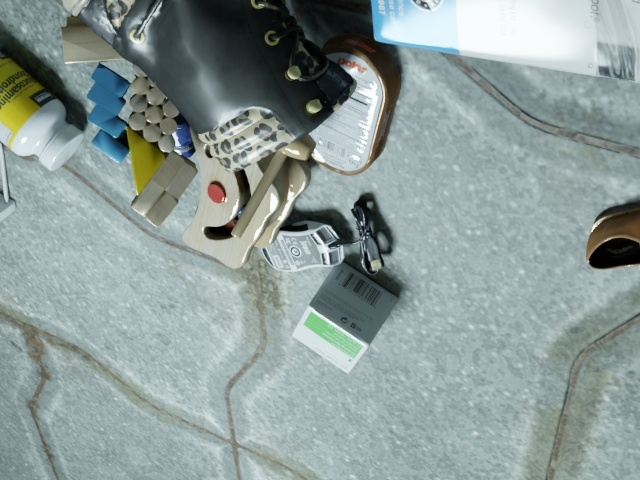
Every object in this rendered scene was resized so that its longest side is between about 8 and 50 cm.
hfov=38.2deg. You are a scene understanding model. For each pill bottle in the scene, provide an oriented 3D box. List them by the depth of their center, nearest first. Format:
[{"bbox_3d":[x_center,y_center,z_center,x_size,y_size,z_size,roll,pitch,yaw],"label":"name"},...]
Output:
[{"bbox_3d":[-0.444,-0.190,1.366,0.184,0.103,0.103,40,140,-3],"label":"pill bottle"}]

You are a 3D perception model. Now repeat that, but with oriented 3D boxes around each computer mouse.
[{"bbox_3d":[0.000,0.000,1.264,0.193,0.042,0.106,-4,120,36],"label":"computer mouse"}]

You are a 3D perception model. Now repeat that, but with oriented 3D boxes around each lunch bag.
[{"bbox_3d":[-0.185,-0.150,1.217,0.067,0.098,0.065,14,137,19],"label":"lunch bag"}]

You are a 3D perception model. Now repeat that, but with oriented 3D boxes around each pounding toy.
[{"bbox_3d":[-0.120,-0.074,1.173,0.154,0.155,0.269,41,132,9],"label":"pounding toy"}]

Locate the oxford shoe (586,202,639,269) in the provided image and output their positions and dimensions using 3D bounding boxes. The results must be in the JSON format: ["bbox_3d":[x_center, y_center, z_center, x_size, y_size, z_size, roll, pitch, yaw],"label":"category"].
[{"bbox_3d":[0.370,-0.012,0.956,0.076,0.076,0.212,50,137,-11],"label":"oxford shoe"}]

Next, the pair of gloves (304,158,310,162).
[{"bbox_3d":[-0.058,-0.111,1.227,0.083,0.010,0.074,38,137,-1],"label":"pair of gloves"}]

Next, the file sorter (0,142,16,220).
[{"bbox_3d":[-0.689,-0.120,1.547,0.277,0.193,0.173,26,135,14],"label":"file sorter"}]

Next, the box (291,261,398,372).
[{"bbox_3d":[0.033,0.106,1.290,0.101,0.102,0.087,33,141,4],"label":"box"}]

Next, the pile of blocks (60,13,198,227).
[{"bbox_3d":[-0.225,-0.201,1.100,0.149,0.112,0.362,-3,100,-10],"label":"pile of blocks"}]

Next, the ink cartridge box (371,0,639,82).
[{"bbox_3d":[0.239,-0.288,0.723,0.395,0.166,0.285,16,135,26],"label":"ink cartridge box"}]

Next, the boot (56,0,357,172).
[{"bbox_3d":[-0.059,-0.258,0.949,0.377,0.138,0.284,-31,109,22],"label":"boot"}]

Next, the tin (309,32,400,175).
[{"bbox_3d":[0.033,-0.157,1.100,0.106,0.040,0.190,23,138,11],"label":"tin"}]
